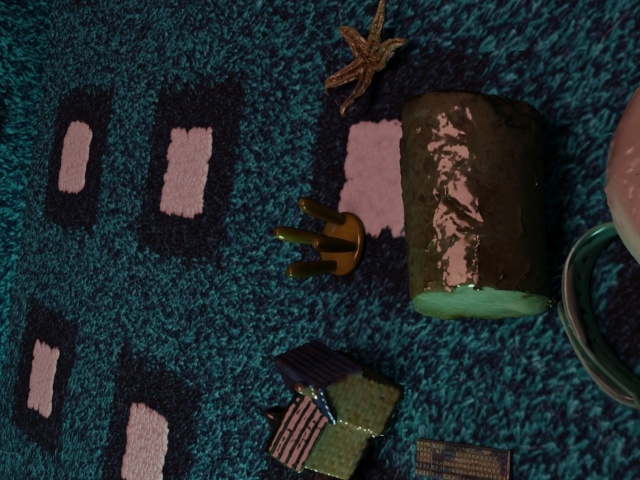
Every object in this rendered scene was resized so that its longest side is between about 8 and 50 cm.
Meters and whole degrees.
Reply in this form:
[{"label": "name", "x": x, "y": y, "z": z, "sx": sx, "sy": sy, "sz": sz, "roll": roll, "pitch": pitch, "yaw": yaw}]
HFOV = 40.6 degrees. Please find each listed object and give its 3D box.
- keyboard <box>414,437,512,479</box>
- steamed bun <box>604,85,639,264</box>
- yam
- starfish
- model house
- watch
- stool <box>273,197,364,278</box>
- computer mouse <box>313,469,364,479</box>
[{"label": "keyboard", "x": 0.198, "y": 0.315, "z": 1.218, "sx": 0.176, "sy": 0.014, "sz": 0.055, "roll": -7, "pitch": 76, "yaw": 51}, {"label": "steamed bun", "x": 0.431, "y": -0.063, "z": 0.845, "sx": 0.283, "sy": 0.177, "sz": 0.283, "roll": -19, "pitch": 61, "yaw": 38}, {"label": "yam", "x": 0.201, "y": -0.049, "z": 1.134, "sx": 0.195, "sy": 0.195, "sz": 0.300, "roll": -15, "pitch": 73, "yaw": 50}, {"label": "starfish", "x": 0.066, "y": -0.316, "z": 1.458, "sx": 0.208, "sy": 0.053, "sz": 0.176, "roll": -48, "pitch": 49, "yaw": 32}, {"label": "model house", "x": -0.008, "y": 0.256, "z": 1.333, "sx": 0.166, "sy": 0.172, "sz": 0.182, "roll": 23, "pitch": 88, "yaw": 49}, {"label": "watch", "x": 0.370, "y": 0.084, "z": 0.991, "sx": 0.195, "sy": 0.068, "sz": 0.237, "roll": -42, "pitch": 52, "yaw": 41}, {"label": "stool", "x": 0.000, "y": 0.000, "z": 1.445, "sx": 0.135, "sy": 0.110, "sz": 0.134, "roll": 15, "pitch": 97, "yaw": 53}, {"label": "computer mouse", "x": 0.032, "y": 0.460, "z": 1.359, "sx": 0.126, "sy": 0.071, "sz": 0.231, "roll": -43, "pitch": 53, "yaw": 40}]
